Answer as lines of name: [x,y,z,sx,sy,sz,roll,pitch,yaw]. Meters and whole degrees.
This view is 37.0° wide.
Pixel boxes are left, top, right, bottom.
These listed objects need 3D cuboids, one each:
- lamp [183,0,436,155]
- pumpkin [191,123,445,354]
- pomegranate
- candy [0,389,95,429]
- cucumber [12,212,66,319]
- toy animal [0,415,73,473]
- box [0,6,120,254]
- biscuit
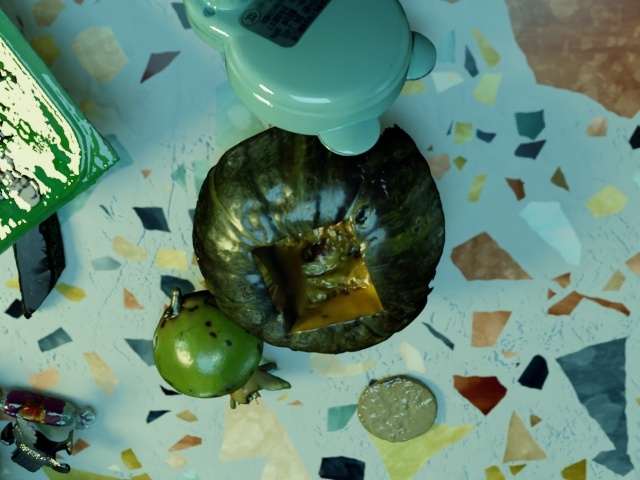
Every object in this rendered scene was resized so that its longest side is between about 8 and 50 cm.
lamp: [-0.025,-0.231,1.072,0.284,0.209,0.147,39,156,-6]
pumpkin: [0.000,0.000,1.175,0.320,0.192,0.321,1,124,2]
pomegranate: [-0.131,0.147,1.300,0.156,0.156,0.220,-42,140,20]
candy: [-0.419,0.248,1.408,0.174,0.043,0.045,15,119,-10]
cucumber: [-0.383,0.013,1.288,0.070,0.046,0.220,-4,116,-4]
toy animal: [-0.412,0.300,1.390,0.107,0.062,0.220,14,148,-15]
box: [-0.421,-0.168,1.145,0.264,0.106,0.337,-33,102,18]
biscuit: [0.112,0.247,1.396,0.120,0.015,0.120,1,117,2]
